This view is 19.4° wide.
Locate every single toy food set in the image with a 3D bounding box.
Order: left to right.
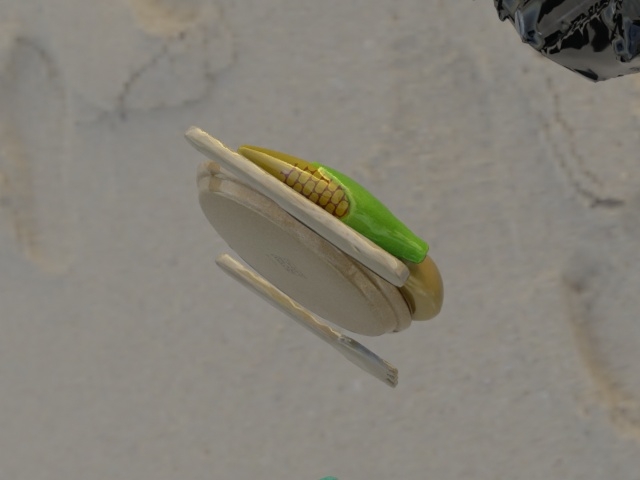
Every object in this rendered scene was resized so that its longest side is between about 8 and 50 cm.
[{"bbox_3d":[0.000,0.000,0.870,0.132,0.038,0.192,34,165,11],"label":"toy food set"}]

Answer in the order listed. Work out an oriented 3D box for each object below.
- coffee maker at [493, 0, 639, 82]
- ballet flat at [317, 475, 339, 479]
[{"bbox_3d":[0.125,-0.101,0.378,0.171,0.178,0.120,-129,32,-67],"label":"coffee maker"},{"bbox_3d":[-0.029,0.222,0.842,0.096,0.095,0.280,48,128,19],"label":"ballet flat"}]
